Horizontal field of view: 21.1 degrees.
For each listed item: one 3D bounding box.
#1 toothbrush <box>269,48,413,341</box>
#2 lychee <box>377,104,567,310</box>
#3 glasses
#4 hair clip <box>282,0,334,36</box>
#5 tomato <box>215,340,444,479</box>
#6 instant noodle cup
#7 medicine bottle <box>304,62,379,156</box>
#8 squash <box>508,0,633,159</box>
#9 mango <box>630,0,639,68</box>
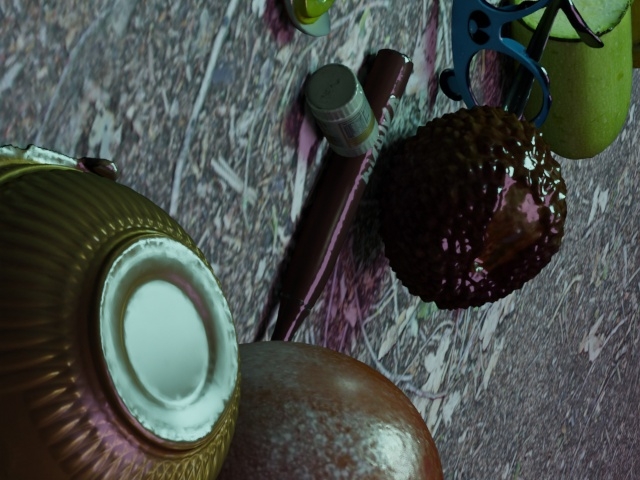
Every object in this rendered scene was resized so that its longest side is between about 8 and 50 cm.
[{"bbox_3d":[0.001,0.000,1.467,0.364,0.041,0.041,-68,158,-12],"label":"toothbrush"},{"bbox_3d":[0.138,-0.040,1.607,0.188,0.188,0.188,-49,148,-46],"label":"lychee"},{"bbox_3d":[0.226,-0.225,1.649,0.207,0.102,0.239,-22,131,-25],"label":"glasses"},{"bbox_3d":[-0.004,-0.238,1.288,0.060,0.033,0.188,-37,141,-53],"label":"hair clip"},{"bbox_3d":[-0.050,0.199,1.199,0.227,0.270,0.270,19,87,-38],"label":"tomato"},{"bbox_3d":[-0.119,0.063,0.988,0.274,0.091,0.274,27,56,-48],"label":"instant noodle cup"},{"bbox_3d":[0.018,-0.107,1.420,0.047,0.047,0.083,-67,157,-17],"label":"medicine bottle"},{"bbox_3d":[0.274,-0.183,1.876,0.132,0.132,0.247,-60,156,-31],"label":"squash"},{"bbox_3d":[0.359,-0.343,1.931,0.253,0.182,0.365,-64,146,-18],"label":"mango"}]
